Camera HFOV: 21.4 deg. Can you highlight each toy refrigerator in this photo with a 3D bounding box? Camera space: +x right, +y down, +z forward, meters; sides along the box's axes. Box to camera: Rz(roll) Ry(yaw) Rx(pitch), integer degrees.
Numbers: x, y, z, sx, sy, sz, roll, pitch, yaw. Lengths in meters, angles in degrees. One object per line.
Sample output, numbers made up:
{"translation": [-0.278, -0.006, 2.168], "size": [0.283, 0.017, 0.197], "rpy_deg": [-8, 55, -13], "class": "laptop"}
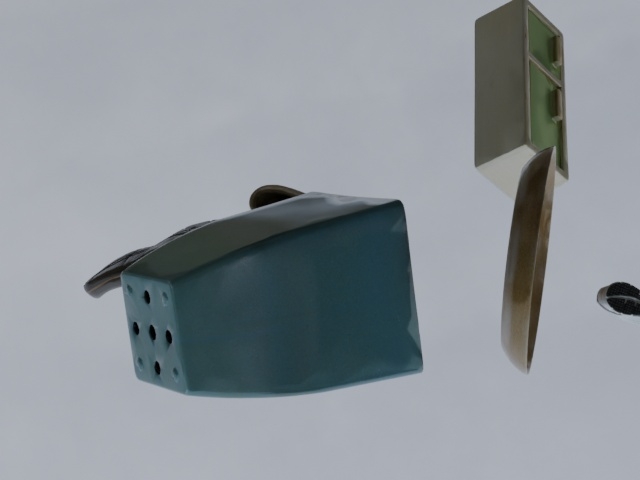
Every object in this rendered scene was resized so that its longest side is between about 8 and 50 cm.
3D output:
{"translation": [0.275, -0.195, 2.307], "size": [0.094, 0.102, 0.270], "rpy_deg": [-25, -136, 33], "class": "toy refrigerator"}

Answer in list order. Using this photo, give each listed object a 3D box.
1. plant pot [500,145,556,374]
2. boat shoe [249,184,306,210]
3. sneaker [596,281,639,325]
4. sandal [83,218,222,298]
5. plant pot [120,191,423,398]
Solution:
{"translation": [0.212, 0.019, 1.735], "size": [0.032, 0.236, 0.236], "rpy_deg": [7, -156, 11], "class": "plant pot"}
{"translation": [0.000, 0.000, 2.064], "size": [0.109, 0.098, 0.302], "rpy_deg": [-43, -151, -10], "class": "boat shoe"}
{"translation": [0.327, 0.069, 1.705], "size": [0.109, 0.040, 0.044], "rpy_deg": [26, 171, -14], "class": "sneaker"}
{"translation": [-0.168, 0.031, 1.858], "size": [0.219, 0.060, 0.090], "rpy_deg": [-23, -171, 31], "class": "sandal"}
{"translation": [-0.054, 0.061, 1.572], "size": [0.234, 0.166, 0.165], "rpy_deg": [-14, -169, -30], "class": "plant pot"}
